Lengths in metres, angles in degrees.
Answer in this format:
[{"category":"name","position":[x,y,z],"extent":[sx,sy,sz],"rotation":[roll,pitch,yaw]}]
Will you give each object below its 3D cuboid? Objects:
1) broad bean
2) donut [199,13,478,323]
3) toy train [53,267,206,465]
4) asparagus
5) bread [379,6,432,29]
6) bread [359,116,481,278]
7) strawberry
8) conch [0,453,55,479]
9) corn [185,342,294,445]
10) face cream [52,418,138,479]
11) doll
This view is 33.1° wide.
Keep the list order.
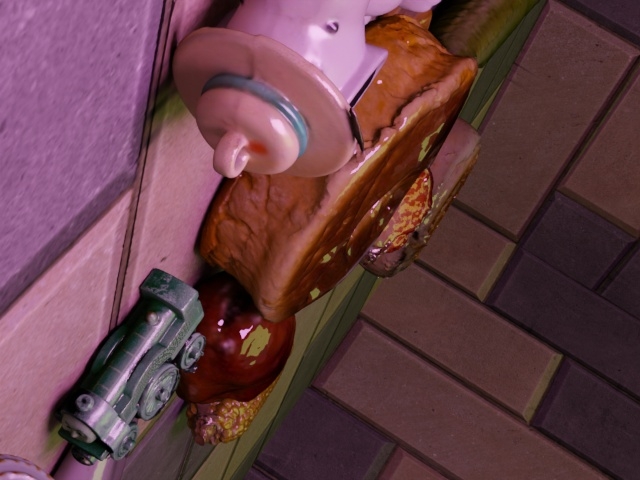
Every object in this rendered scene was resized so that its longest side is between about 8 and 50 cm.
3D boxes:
[{"category":"broad bean","position":[-0.100,0.118,1.211],"extent":[0.156,0.122,0.228],"rotation":[-56,169,-27]},{"category":"donut","position":[0.014,-0.080,1.085],"extent":[0.330,0.160,0.330],"rotation":[-44,167,-13]},{"category":"toy train","position":[-0.169,0.118,0.973],"extent":[0.178,0.071,0.105],"rotation":[-56,165,-24]},{"category":"asparagus","position":[0.236,-0.335,1.573],"extent":[0.128,0.108,0.382],"rotation":[-5,-147,41]},{"category":"bread","position":[0.093,-0.243,1.246],"extent":[0.062,0.049,0.103],"rotation":[-36,170,-10]},{"category":"bread","position":[0.145,-0.085,1.810],"extent":[0.306,0.158,0.305],"rotation":[-57,176,-6]},{"category":"strawberry","position":[0.080,-0.087,1.602],"extent":[0.106,0.175,0.236],"rotation":[28,-88,57]},{"category":"conch","position":[-0.246,0.245,0.747],"extent":[0.172,0.131,0.200],"rotation":[-49,167,-54]},{"category":"corn","position":[-0.114,0.201,1.562],"extent":[0.262,0.097,0.097],"rotation":[-54,172,-47]},{"category":"face cream","position":[-0.253,0.277,1.081],"extent":[0.143,0.089,0.314],"rotation":[77,35,-80]},{"category":"doll","position":[0.014,-0.151,0.776],"extent":[0.271,0.144,0.208],"rotation":[-26,138,-67]}]
